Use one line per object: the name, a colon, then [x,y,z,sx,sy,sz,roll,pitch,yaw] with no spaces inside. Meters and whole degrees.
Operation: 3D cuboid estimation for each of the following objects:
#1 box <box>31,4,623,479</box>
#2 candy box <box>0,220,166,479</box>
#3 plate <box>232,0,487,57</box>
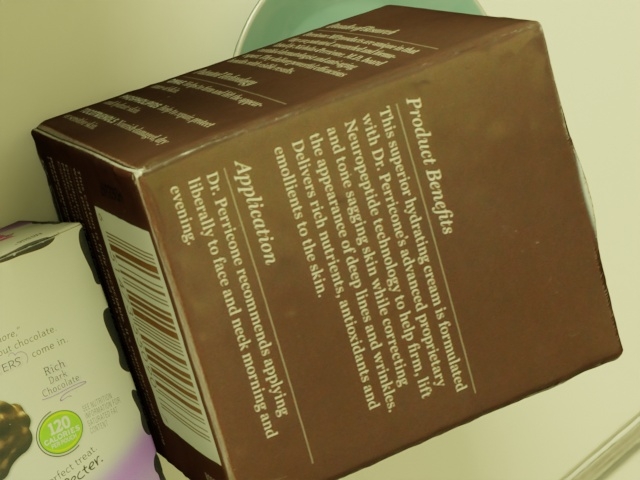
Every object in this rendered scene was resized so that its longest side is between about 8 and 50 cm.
box: [0.000,0.000,0.905,0.203,0.167,0.168,-21,106,-19]
candy box: [-0.163,0.109,0.883,0.165,0.070,0.196,-24,105,-30]
plate: [0.025,-0.066,1.032,0.188,0.024,0.188,-2,93,-34]
